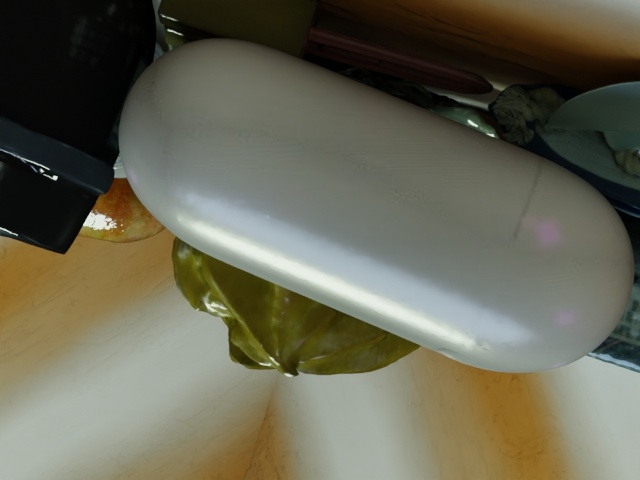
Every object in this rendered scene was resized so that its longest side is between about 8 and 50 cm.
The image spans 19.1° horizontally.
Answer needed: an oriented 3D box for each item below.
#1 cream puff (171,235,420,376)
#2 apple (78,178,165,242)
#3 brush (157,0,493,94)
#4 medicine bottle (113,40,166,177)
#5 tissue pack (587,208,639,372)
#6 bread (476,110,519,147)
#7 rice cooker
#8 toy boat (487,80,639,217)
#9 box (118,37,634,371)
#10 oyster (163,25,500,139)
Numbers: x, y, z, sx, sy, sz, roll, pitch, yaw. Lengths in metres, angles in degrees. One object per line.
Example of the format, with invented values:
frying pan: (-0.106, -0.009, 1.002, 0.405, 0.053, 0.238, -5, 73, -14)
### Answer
cream puff: (0.000, 0.000, 1.676, 0.291, 0.257, 0.324, 26, 171, -37)
apple: (-0.235, -0.089, 2.011, 0.195, 0.173, 0.160, 14, 177, 8)
brush: (0.006, -0.133, 1.316, 0.233, 0.047, 0.103, 17, 176, -1)
medicine bottle: (-0.189, -0.130, 1.594, 0.130, 0.130, 0.341, 18, 176, 7)
tissue pack: (0.307, 0.049, 1.606, 0.316, 0.103, 0.228, 17, -161, 19)
bread: (0.138, -0.053, 1.514, 0.139, 0.084, 0.074, 17, 177, 18)
rice cooker: (-0.241, -0.123, 1.298, 0.267, 0.224, 0.267, 20, 177, 1)
toy boat: (0.226, -0.063, 1.205, 0.220, 0.067, 0.291, 19, 173, -6)
box: (0.036, -0.020, 1.293, 0.349, 0.141, 0.288, 23, 175, 2)
oyster: (0.012, -0.095, 1.463, 0.252, 0.087, 0.199, 3, 154, 39)
